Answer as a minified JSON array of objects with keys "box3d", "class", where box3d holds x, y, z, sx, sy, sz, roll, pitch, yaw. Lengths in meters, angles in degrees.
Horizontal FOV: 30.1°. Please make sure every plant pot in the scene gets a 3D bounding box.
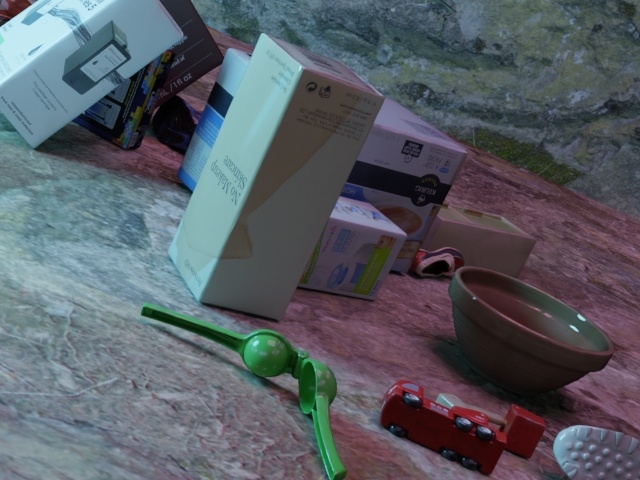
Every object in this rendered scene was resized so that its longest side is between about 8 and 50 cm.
[{"box3d":[0.271,0.138,1.626,0.237,0.109,0.237,22,15,-6],"class":"plant pot"}]

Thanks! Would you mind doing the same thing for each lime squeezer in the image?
[{"box3d":[-0.055,0.145,1.245,0.110,0.058,0.310,-29,50,-34],"class":"lime squeezer"}]

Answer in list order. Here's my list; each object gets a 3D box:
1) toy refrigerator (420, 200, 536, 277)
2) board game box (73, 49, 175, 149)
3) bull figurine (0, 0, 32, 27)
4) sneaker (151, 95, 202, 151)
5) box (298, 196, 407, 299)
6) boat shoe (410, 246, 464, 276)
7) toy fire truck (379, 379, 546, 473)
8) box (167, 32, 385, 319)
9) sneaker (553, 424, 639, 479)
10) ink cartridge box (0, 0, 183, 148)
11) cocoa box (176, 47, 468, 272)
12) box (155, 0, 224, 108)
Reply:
[{"box3d":[0.259,-0.009,2.130,0.270,0.094,0.102,10,22,-42],"class":"toy refrigerator"},{"box3d":[-0.326,-0.251,1.896,0.141,0.170,0.048,30,17,15],"class":"board game box"},{"box3d":[-0.621,-0.437,2.208,0.310,0.101,0.188,33,21,36],"class":"bull figurine"},{"box3d":[-0.208,-0.175,2.034,0.221,0.083,0.087,39,5,35],"class":"sneaker"},{"box3d":[0.000,0.000,1.660,0.203,0.114,0.103,13,20,-41],"class":"box"},{"box3d":[0.195,0.039,1.957,0.137,0.049,0.043,5,28,-46],"class":"boat shoe"},{"box3d":[0.162,0.205,1.350,0.192,0.047,0.135,24,15,1],"class":"toy fire truck"},{"box3d":[-0.059,-0.075,1.447,0.121,0.311,0.148,16,17,-31],"class":"box"},{"box3d":[0.369,0.277,1.394,0.235,0.090,0.095,25,2,-12],"class":"sneaker"},{"box3d":[-0.362,-0.286,1.742,0.114,0.273,0.198,55,-5,-35],"class":"ink cartridge box"},{"box3d":[0.001,-0.117,1.838,0.347,0.227,0.231,12,20,-39],"class":"cocoa box"},{"box3d":[-0.342,-0.413,1.986,0.381,0.191,0.143,58,-14,-23],"class":"box"}]
